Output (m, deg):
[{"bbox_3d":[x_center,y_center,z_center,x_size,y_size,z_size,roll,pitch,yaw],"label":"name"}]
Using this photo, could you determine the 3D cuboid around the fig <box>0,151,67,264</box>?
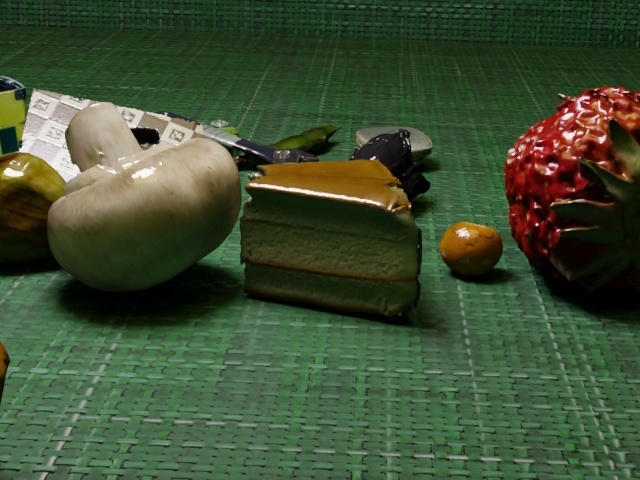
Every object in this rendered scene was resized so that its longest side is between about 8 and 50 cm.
[{"bbox_3d":[-0.388,-0.039,1.725,0.166,0.144,0.154,19,48,-15],"label":"fig"}]

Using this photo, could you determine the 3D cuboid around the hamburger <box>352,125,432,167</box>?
[{"bbox_3d":[0.125,-0.159,2.284,0.140,0.062,0.133,3,21,-3],"label":"hamburger"}]

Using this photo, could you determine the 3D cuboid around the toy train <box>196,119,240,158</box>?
[{"bbox_3d":[-0.238,-0.170,2.285,0.202,0.060,0.081,-8,25,-23],"label":"toy train"}]

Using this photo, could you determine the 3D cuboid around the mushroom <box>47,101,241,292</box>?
[{"bbox_3d":[-0.231,-0.064,1.627,0.254,0.234,0.260,-26,6,-16],"label":"mushroom"}]

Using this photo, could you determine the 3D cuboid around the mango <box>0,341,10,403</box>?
[{"bbox_3d":[-0.406,0.122,1.181,0.287,0.152,0.201,14,27,36],"label":"mango"}]

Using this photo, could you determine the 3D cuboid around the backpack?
[{"bbox_3d":[0.092,-0.098,2.008,0.106,0.120,0.165,-14,9,28],"label":"backpack"}]

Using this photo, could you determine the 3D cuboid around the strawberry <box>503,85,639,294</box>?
[{"bbox_3d":[0.357,-0.084,1.708,0.292,0.292,0.343,-4,21,-17],"label":"strawberry"}]

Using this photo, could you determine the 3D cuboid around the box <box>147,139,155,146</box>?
[{"bbox_3d":[-0.254,-0.130,2.111,0.054,0.083,0.024,4,5,8],"label":"box"}]

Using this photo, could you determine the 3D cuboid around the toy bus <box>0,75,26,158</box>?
[{"bbox_3d":[-0.620,-0.185,2.146,0.262,0.150,0.128,-16,25,-31],"label":"toy bus"}]

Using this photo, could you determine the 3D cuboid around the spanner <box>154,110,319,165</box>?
[{"bbox_3d":[-0.147,-0.170,2.235,0.316,0.024,0.087,21,37,19],"label":"spanner"}]

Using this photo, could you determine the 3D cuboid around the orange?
[{"bbox_3d":[0.200,0.012,1.730,0.083,0.070,0.083,11,9,-2],"label":"orange"}]

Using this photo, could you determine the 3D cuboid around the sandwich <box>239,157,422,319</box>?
[{"bbox_3d":[0.000,-0.001,1.615,0.198,0.155,0.227,-4,18,-11],"label":"sandwich"}]

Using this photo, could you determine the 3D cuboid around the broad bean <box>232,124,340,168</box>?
[{"bbox_3d":[-0.046,-0.167,2.324,0.060,0.043,0.297,2,16,35],"label":"broad bean"}]

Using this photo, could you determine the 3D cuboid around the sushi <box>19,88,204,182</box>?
[{"bbox_3d":[-0.328,-0.131,2.047,0.280,0.043,0.192,9,53,-8],"label":"sushi"}]
